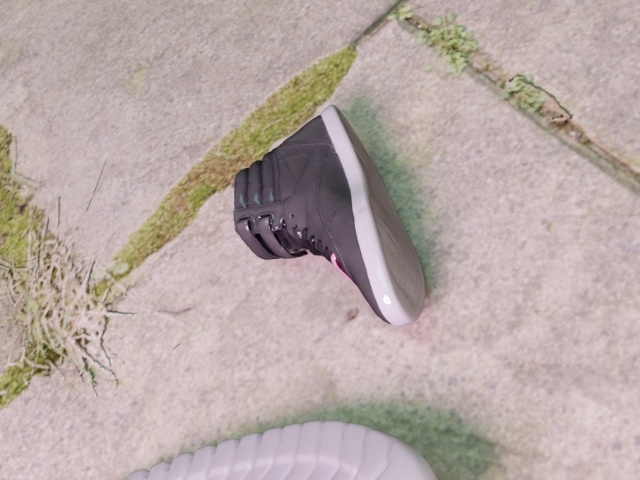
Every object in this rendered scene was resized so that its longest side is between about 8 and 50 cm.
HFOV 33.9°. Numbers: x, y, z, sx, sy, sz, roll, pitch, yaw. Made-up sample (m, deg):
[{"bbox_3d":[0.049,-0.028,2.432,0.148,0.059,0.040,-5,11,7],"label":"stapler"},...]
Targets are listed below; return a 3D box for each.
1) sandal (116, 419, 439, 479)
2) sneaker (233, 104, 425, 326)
[{"bbox_3d":[-0.054,0.248,0.889,0.416,0.102,0.169,-13,38,40],"label":"sandal"},{"bbox_3d":[0.000,0.000,1.020,0.146,0.104,0.296,-32,42,12],"label":"sneaker"}]
